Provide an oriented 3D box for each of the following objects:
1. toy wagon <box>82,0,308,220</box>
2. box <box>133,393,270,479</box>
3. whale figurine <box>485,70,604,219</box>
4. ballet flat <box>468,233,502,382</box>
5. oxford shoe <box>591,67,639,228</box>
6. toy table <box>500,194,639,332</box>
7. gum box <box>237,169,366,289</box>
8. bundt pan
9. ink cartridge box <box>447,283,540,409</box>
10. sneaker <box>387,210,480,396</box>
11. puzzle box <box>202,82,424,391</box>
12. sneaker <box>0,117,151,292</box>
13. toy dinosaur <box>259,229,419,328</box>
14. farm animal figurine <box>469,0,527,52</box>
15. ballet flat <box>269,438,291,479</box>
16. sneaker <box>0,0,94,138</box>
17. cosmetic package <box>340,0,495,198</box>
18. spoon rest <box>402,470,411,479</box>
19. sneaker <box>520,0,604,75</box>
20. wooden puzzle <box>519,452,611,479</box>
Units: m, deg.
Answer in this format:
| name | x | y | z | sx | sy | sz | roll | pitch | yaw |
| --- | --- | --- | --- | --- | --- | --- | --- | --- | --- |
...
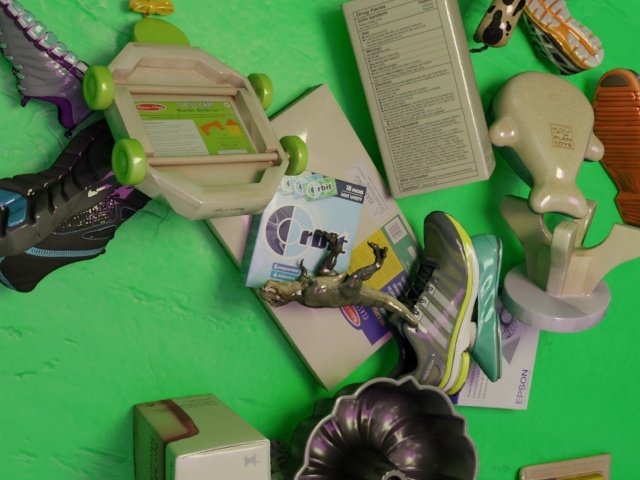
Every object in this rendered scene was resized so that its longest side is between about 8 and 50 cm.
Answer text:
| name | x | y | z | sx | sy | sz | roll | pitch | yaw |
| --- | --- | --- | --- | --- | --- | --- | --- | --- | --- |
| toy wagon | -0.178 | -0.183 | 1.023 | 0.267 | 0.068 | 0.344 | -7 | 60 | -40 |
| box | -0.169 | 0.317 | 1.047 | 0.127 | 0.232 | 0.149 | -3 | 95 | -26 |
| whale figurine | 0.365 | -0.148 | 1.278 | 0.216 | 0.141 | 0.272 | 5 | 63 | -16 |
| ballet flat | 0.257 | 0.112 | 1.277 | 0.087 | 0.083 | 0.247 | 0 | 86 | -1 |
| oxford shoe | 0.613 | -0.173 | 1.442 | 0.133 | 0.130 | 0.364 | -37 | 119 | -22 |
| toy table | 0.414 | 0.030 | 1.285 | 0.252 | 0.274 | 0.161 | 13 | 111 | 13 |
| gum box | -0.026 | -0.009 | 1.134 | 0.157 | 0.041 | 0.184 | 13 | 90 | -25 |
| bundt pan | 0.077 | 0.364 | 1.163 | 0.331 | 0.124 | 0.331 | 2 | 86 | -30 |
| ink cartridge box | 0.289 | 0.184 | 1.357 | 0.224 | 0.045 | 0.223 | 9 | 91 | -26 |
| sneaker | 0.172 | 0.102 | 1.206 | 0.121 | 0.111 | 0.300 | 0 | 94 | -22 |
| puzzle box | 0.000 | 0.000 | 1.199 | 0.272 | 0.052 | 0.409 | -38 | 109 | -18 |
| sneaker | -0.303 | -0.061 | 1.030 | 0.341 | 0.125 | 0.140 | -33 | 146 | -30 |
| toy dinosaur | 0.037 | 0.054 | 1.112 | 0.268 | 0.064 | 0.118 | 10 | 97 | -24 |
| farm animal figurine | 0.286 | -0.490 | 1.158 | 0.327 | 0.172 | 0.330 | -29 | 98 | 11 |
| ballet flat | -0.077 | 0.426 | 1.187 | 0.077 | 0.079 | 0.221 | 15 | 88 | -25 |
| sneaker | -0.381 | -0.234 | 0.981 | 0.223 | 0.083 | 0.098 | 42 | 82 | -23 |
| cosmetic package | 0.156 | -0.235 | 1.179 | 0.113 | 0.160 | 0.309 | -42 | 119 | -65 |
| spoon rest | 0.165 | 0.422 | 1.314 | 0.276 | 0.084 | 0.137 | 15 | 87 | -13 |
| sneaker | 0.398 | -0.374 | 1.342 | 0.084 | 0.083 | 0.215 | -40 | 92 | -22 |
| wooden puzzle | 0.480 | 0.535 | 1.482 | 0.238 | 0.044 | 0.221 | -2 | 95 | -25 |
